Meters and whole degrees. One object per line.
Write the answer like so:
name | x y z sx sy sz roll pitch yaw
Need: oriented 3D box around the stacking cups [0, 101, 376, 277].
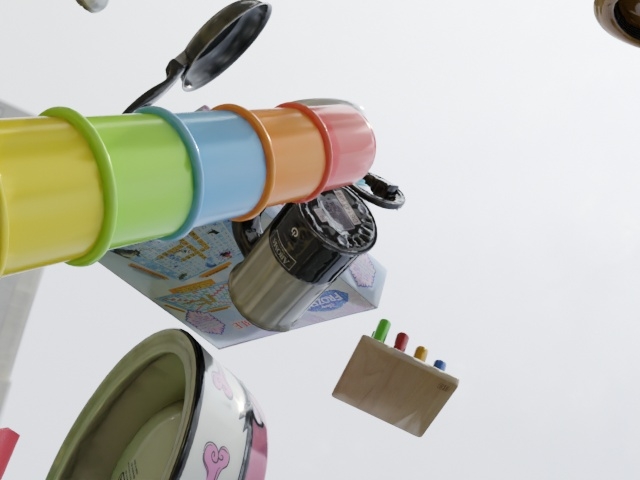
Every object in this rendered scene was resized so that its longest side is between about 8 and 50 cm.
stacking cups | -0.086 -0.049 0.502 0.096 0.316 0.096 12 -71 36

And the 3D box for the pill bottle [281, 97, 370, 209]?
pill bottle | 0.001 -0.068 1.155 0.146 0.146 0.264 -5 -95 44

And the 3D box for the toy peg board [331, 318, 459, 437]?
toy peg board | 0.122 0.209 1.229 0.161 0.161 0.079 112 4 -45

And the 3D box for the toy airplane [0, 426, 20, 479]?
toy airplane | -0.219 0.165 0.418 0.028 0.151 0.151 17 -95 34

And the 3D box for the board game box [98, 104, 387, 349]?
board game box | -0.135 0.008 0.988 0.319 0.318 0.066 -19 -140 42

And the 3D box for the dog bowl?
dog bowl | -0.231 0.331 1.056 0.408 0.150 0.408 -39 -148 30

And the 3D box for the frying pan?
frying pan | -0.202 -0.275 1.233 0.326 0.053 0.197 -43 180 -17

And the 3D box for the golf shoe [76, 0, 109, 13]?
golf shoe | -0.256 -0.367 0.937 0.086 0.067 0.186 1 -98 27

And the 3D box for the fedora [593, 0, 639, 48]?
fedora | 0.522 -0.369 1.202 0.194 0.194 0.079 9 -108 47

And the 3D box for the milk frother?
milk frother | 0.000 0.000 0.738 0.135 0.143 0.129 -47 -132 39
